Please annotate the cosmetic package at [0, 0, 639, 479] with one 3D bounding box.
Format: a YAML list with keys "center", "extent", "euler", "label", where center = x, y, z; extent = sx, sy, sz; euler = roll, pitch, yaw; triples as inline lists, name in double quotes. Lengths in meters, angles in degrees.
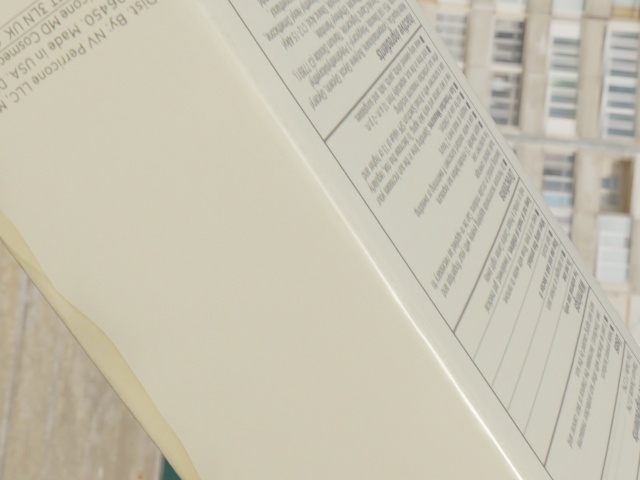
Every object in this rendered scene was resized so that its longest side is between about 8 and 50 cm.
- center: [0.000, 0.000, 0.441]
  extent: [0.309, 0.113, 0.160]
  euler: [57, 28, -11]
  label: "cosmetic package"
